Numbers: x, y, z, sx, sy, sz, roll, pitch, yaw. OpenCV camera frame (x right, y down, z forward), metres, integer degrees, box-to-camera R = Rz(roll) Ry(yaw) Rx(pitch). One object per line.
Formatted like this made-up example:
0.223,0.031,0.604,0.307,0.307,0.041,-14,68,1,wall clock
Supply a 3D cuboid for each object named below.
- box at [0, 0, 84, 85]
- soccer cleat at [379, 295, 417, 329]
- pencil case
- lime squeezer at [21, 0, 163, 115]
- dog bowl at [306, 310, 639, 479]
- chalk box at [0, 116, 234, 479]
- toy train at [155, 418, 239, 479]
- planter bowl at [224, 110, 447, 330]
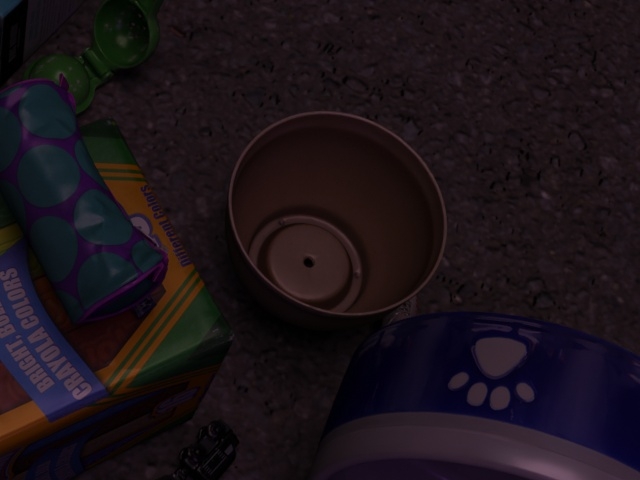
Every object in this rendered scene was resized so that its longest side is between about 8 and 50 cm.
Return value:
-0.198,-0.239,1.121,0.060,0.100,0.244,35,61,4,box
0.059,0.062,1.087,0.029,0.035,0.083,21,62,-5,soccer cleat
-0.149,-0.024,0.851,0.070,0.064,0.152,-30,75,-9,pencil case
-0.181,-0.137,1.083,0.310,0.110,0.059,-39,97,3,lime squeezer
0.129,0.160,0.931,0.264,0.265,0.104,23,59,-5,dog bowl
-0.233,0.076,0.916,0.289,0.179,0.180,-25,74,-25,chalk box
-0.110,0.189,0.986,0.036,0.027,0.158,45,61,-4,toy train
0.000,0.000,1.059,0.162,0.109,0.162,7,64,-14,planter bowl
